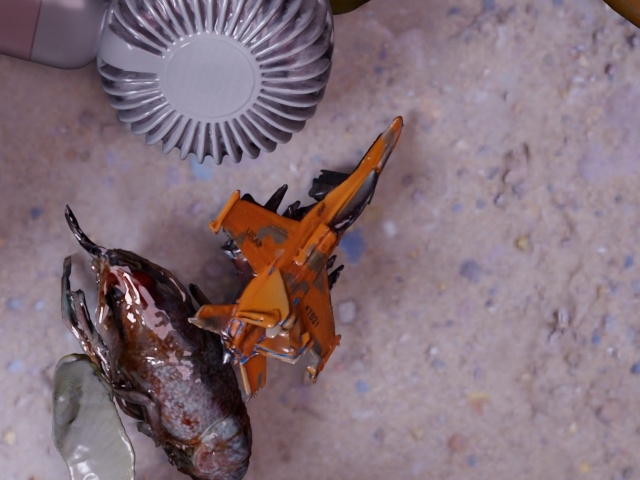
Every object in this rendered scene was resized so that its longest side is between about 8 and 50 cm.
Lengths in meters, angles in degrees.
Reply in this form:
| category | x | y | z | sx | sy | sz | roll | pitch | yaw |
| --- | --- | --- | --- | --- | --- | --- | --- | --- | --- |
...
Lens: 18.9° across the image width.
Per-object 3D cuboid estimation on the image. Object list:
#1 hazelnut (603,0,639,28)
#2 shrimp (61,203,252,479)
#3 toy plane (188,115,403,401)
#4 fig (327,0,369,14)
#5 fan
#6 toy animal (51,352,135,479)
| category | x | y | z | sx | sy | sz | roll | pitch | yaw |
| --- | --- | --- | --- | --- | --- | --- | --- | --- | --- |
| hazelnut | 0.241 | -0.204 | 1.110 | 0.212 | 0.181 | 0.181 | 30 | 115 | -16 |
| shrimp | -0.095 | 0.059 | 1.082 | 0.190 | 0.073 | 0.075 | 57 | 36 | -23 |
| toy plane | -0.009 | -0.001 | 1.102 | 0.135 | 0.062 | 0.188 | 56 | 49 | -39 |
| fig | 0.005 | -0.180 | 1.084 | 0.098 | 0.082 | 0.084 | 45 | 127 | -4 |
| fan | -0.112 | -0.120 | 1.046 | 0.244 | 0.074 | 0.130 | 15 | 123 | -7 |
| toy animal | -0.126 | 0.162 | 1.054 | 0.155 | 0.095 | 0.219 | -22 | 129 | 8 |
